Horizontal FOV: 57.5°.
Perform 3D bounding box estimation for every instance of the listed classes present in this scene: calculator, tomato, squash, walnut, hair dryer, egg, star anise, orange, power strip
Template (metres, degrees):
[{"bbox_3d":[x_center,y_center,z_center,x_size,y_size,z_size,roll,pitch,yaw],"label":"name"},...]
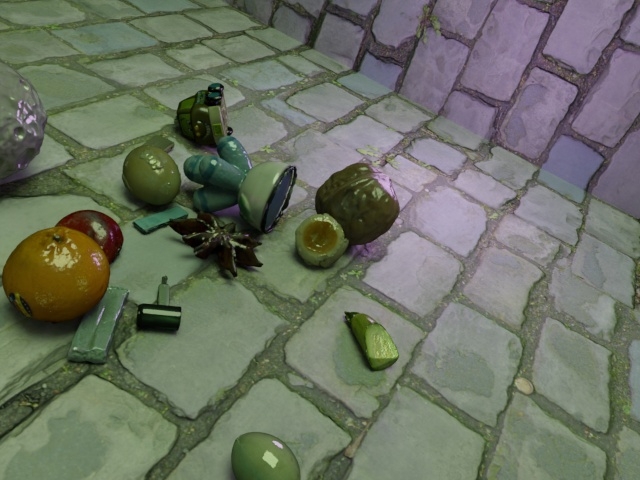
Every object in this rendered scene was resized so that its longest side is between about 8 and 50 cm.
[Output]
[{"bbox_3d":[-0.459,-0.061,1.684,0.057,0.018,0.172,36,36,18],"label":"calculator"},{"bbox_3d":[-0.591,-0.017,1.479,0.173,0.099,0.189,21,35,-5],"label":"tomato"},{"bbox_3d":[0.124,0.242,1.540,0.090,0.075,0.200,-24,49,-15],"label":"squash"},{"bbox_3d":[0.121,-0.114,1.866,0.227,0.273,0.273,50,23,-27],"label":"walnut"},{"bbox_3d":[-0.391,0.144,1.424,0.101,0.057,0.197,10,27,-17],"label":"hair dryer"},{"bbox_3d":[-0.106,0.432,1.114,0.152,0.114,0.114,40,38,17],"label":"egg"},{"bbox_3d":[-0.288,0.003,1.627,0.288,0.088,0.288,27,21,-11],"label":"star anise"},{"bbox_3d":[-0.574,0.073,1.272,0.220,0.192,0.219,-8,23,4],"label":"orange"},{"bbox_3d":[-0.557,-0.310,1.964,0.076,0.028,0.169,24,36,4],"label":"power strip"},{"bbox_3d":[-0.499,-0.190,1.721,0.164,0.164,0.201,-17,56,-43],"label":"egg"}]

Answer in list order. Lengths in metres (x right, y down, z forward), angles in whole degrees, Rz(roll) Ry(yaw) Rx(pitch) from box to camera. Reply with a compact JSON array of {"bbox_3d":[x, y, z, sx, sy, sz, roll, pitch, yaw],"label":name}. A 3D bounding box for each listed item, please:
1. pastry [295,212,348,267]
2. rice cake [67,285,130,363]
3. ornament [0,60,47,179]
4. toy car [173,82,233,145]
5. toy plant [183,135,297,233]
[{"bbox_3d":[0.000,0.000,1.749,0.166,0.165,0.088,24,-6,4],"label":"pastry"},{"bbox_3d":[-0.496,0.182,1.309,0.085,0.040,0.226,14,34,-13],"label":"rice cake"},{"bbox_3d":[-0.889,-0.323,1.518,0.337,0.337,0.337,15,35,-11],"label":"ornament"},{"bbox_3d":[-0.432,-0.445,2.115,0.198,0.204,0.247,-8,37,-2],"label":"toy car"},{"bbox_3d":[-0.265,-0.181,1.785,0.332,0.247,0.247,23,34,6],"label":"toy plant"}]
